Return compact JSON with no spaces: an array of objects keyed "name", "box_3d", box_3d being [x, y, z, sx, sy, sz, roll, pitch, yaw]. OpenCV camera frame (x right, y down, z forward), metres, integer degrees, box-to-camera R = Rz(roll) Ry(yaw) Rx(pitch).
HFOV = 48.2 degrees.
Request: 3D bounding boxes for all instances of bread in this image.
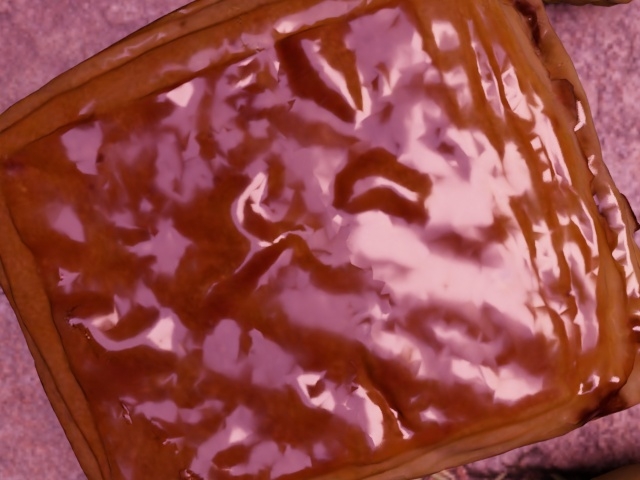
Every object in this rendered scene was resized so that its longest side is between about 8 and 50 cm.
[{"name":"bread","box_3d":[0.000,0.000,0.423,0.325,0.167,0.277,-21,93,2]}]

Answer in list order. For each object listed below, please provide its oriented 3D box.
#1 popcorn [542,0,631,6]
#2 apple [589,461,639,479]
[{"name":"popcorn","box_3d":[0.148,-0.243,0.378,0.259,0.212,0.259,-3,117,-6]},{"name":"apple","box_3d":[0.220,0.266,0.406,0.279,0.279,0.278,0,93,2]}]
